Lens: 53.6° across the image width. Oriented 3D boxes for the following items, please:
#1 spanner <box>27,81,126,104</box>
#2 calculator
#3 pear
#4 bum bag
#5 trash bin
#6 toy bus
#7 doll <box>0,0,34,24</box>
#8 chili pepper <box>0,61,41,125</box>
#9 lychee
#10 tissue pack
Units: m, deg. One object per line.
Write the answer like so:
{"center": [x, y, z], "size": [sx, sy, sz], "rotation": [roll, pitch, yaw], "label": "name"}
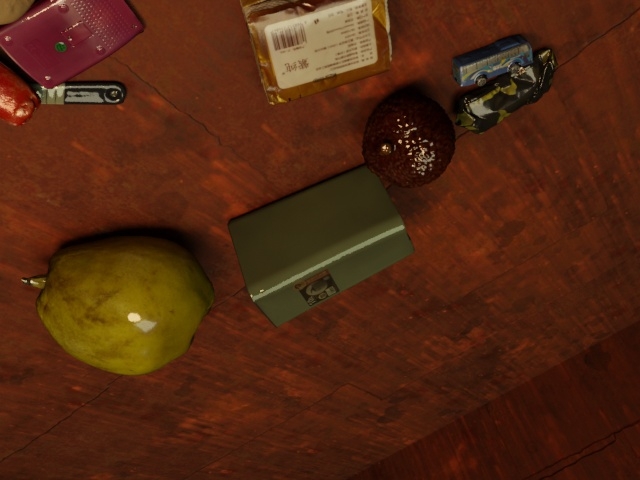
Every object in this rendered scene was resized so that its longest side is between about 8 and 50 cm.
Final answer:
{"center": [-0.474, -0.238, 1.009], "size": [0.315, 0.024, 0.087], "rotation": [-5, 132, -19], "label": "spanner"}
{"center": [-0.374, -0.310, 0.948], "size": [0.190, 0.034, 0.127], "rotation": [-31, 143, 5], "label": "calculator"}
{"center": [-0.407, 0.122, 1.284], "size": [0.375, 0.287, 0.287], "rotation": [16, 131, -18], "label": "pear"}
{"center": [0.378, -0.294, 1.289], "size": [0.232, 0.060, 0.107], "rotation": [-30, 132, 9], "label": "bum bag"}
{"center": [0.000, 0.000, 1.347], "size": [0.343, 0.223, 0.158], "rotation": [-26, 142, 5], "label": "trash bin"}
{"center": [0.330, -0.344, 1.218], "size": [0.152, 0.051, 0.061], "rotation": [-20, 136, 0], "label": "toy bus"}
{"center": [-0.460, -0.331, 0.801], "size": [0.256, 0.152, 0.196], "rotation": [-40, 151, 17], "label": "doll"}
{"center": [-0.486, -0.224, 0.955], "size": [0.070, 0.073, 0.123], "rotation": [-21, 136, 32], "label": "chili pepper"}
{"center": [0.176, -0.193, 1.228], "size": [0.194, 0.194, 0.194], "rotation": [-12, 141, -10], "label": "lychee"}
{"center": [-0.001, -0.336, 1.046], "size": [0.226, 0.092, 0.183], "rotation": [-19, 142, -4], "label": "tissue pack"}
